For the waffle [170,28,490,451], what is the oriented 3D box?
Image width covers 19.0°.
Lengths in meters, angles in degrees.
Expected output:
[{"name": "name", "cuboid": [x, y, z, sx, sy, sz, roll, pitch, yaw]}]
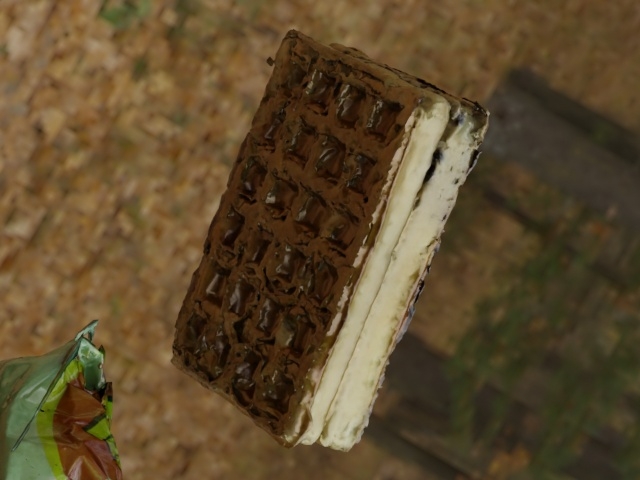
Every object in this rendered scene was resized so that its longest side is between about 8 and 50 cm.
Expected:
[{"name": "waffle", "cuboid": [-0.001, 0.000, 1.562, 0.091, 0.213, 0.308, 14, 101, -37]}]

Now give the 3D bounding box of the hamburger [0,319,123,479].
[{"name": "hamburger", "cuboid": [-0.241, 0.193, 1.289, 0.276, 0.150, 0.260, -48, -149, 49]}]
